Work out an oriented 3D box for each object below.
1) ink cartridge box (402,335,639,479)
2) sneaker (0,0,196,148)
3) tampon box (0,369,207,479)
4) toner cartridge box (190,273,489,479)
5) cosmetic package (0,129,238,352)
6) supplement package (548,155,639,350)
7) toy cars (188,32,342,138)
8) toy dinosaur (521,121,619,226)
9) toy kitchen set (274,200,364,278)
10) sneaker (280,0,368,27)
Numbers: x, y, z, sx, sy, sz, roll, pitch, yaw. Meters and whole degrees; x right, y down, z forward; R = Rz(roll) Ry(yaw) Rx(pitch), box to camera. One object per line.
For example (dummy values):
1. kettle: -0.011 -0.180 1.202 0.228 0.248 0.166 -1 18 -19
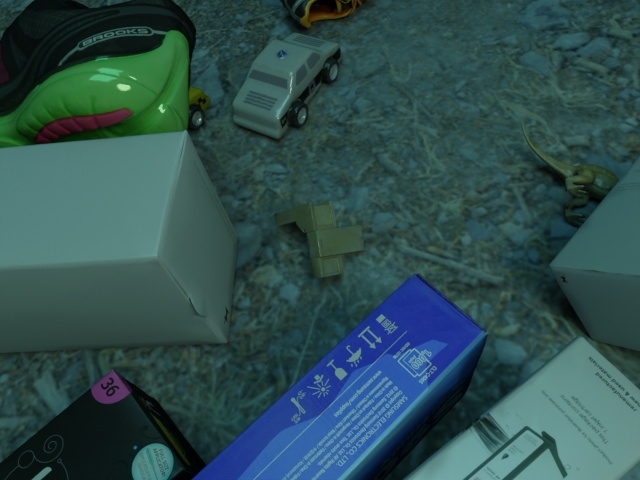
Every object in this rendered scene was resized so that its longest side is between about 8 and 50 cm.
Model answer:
1. ink cartridge box: 0.138 0.185 0.400 0.203 0.148 0.086 -35 61 -11
2. sneaker: -0.332 -0.184 0.654 0.483 0.185 0.202 3 66 28
3. tampon box: -0.197 0.222 0.461 0.161 0.101 0.120 -42 61 -17
4. toner cartridge box: -0.018 0.193 0.413 0.348 0.165 0.075 -40 60 -15
5. cosmetic package: -0.291 0.017 0.553 0.366 0.197 0.155 -4 56 5
6. supplement package: 0.323 0.006 0.486 0.179 0.105 0.105 -44 20 -17
7. toy cars: -0.146 -0.204 0.732 0.394 0.087 0.176 -21 57 -4
8. toy dinosaur: 0.301 -0.065 0.600 0.183 0.053 0.092 25 49 15
9. toy kitchen set: 0.000 0.000 0.617 0.068 0.075 0.083 -8 88 -39
10. sneaker: 0.042 -0.401 0.838 0.215 0.084 0.083 -22 70 0
